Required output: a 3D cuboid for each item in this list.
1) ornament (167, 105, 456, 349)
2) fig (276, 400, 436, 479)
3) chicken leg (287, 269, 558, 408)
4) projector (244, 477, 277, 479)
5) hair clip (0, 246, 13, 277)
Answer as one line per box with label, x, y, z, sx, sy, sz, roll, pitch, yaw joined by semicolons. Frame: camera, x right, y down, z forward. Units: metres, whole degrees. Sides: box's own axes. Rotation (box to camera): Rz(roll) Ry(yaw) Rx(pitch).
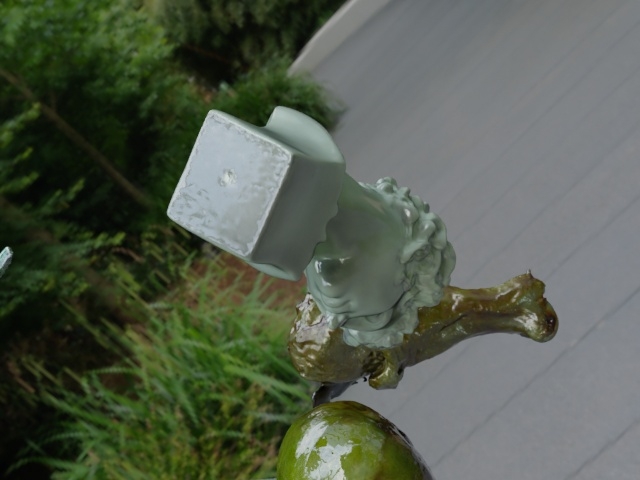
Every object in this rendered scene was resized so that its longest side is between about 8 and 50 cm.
ornament;0.002;-0.015;0.684;0.120;0.285;0.130;33;86;37
fig;0.035;0.265;0.961;0.181;0.181;0.191;170;118;-72
chicken leg;0.124;0.086;1.288;0.361;0.211;0.140;-19;18;-5
projector;-0.154;0.352;1.166;0.108;0.337;0.108;-179;90;-71
hair clip;-0.322;0.081;0.838;0.173;0.049;0.049;-63;9;9
